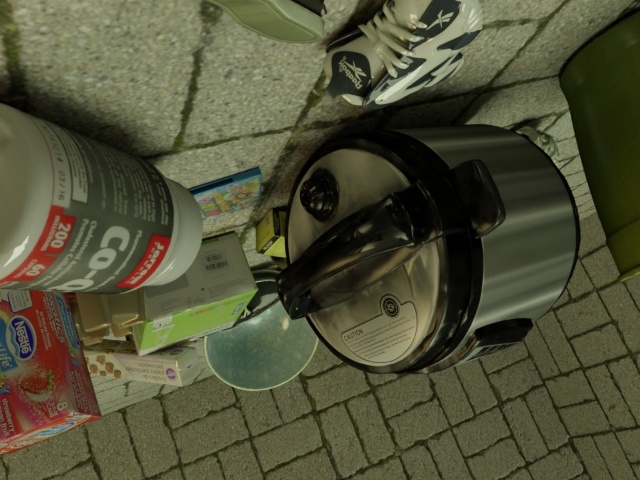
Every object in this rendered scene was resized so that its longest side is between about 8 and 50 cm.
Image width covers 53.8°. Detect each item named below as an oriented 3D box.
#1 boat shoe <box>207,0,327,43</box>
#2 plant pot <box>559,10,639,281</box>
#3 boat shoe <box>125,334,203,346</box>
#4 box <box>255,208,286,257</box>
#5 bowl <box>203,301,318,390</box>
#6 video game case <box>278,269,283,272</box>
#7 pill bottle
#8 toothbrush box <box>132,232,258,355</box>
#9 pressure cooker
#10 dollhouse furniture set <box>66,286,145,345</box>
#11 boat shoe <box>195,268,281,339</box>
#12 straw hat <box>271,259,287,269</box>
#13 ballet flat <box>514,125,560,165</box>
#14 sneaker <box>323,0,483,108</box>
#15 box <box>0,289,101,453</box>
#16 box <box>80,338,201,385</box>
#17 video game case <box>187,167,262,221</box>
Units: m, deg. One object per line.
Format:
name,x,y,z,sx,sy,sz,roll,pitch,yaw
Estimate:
boat shoe,-0.068,-0.212,0.456,0.081,0.069,0.227,10,-179,30
plant pot,0.567,-0.170,0.992,0.366,0.353,0.366,-21,166,-6
boat shoe,-0.367,0.227,1.523,0.092,0.103,0.285,-35,168,23
box,0.000,0.000,1.188,0.232,0.058,0.087,9,151,-25
bowl,-0.160,0.216,1.602,0.289,0.290,0.156,-20,-156,-9
video game case,-0.062,0.089,1.648,0.143,0.019,0.157,-20,166,-11
pill bottle,-0.250,-0.025,0.654,0.161,0.161,0.283,-27,165,15
toothbrush box,-0.260,0.111,1.216,0.206,0.122,0.283,-16,163,-23
pressure cooker,0.140,0.008,0.979,0.420,0.375,0.370,-10,121,-40
dollhouse furniture set,-0.403,0.091,0.995,0.259,0.135,0.262,-17,169,25
boat shoe,-0.211,0.154,1.426,0.302,0.114,0.091,-23,-163,-6
straw hat,-0.038,0.045,1.427,0.061,0.144,0.144,-68,158,3
ballet flat,0.307,-0.075,1.285,0.409,0.147,0.147,-50,159,12
sneaker,0.070,-0.200,0.642,0.153,0.094,0.235,-32,175,2
box,-0.386,0.125,0.797,0.128,0.257,0.123,-21,164,-8
box,-0.406,0.258,1.358,0.323,0.063,0.067,-1,-163,30
video game case,-0.170,-0.057,0.959,0.166,0.015,0.119,-19,166,-13
